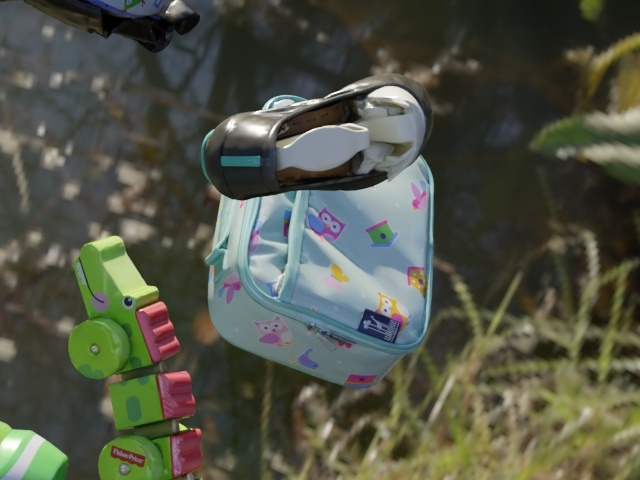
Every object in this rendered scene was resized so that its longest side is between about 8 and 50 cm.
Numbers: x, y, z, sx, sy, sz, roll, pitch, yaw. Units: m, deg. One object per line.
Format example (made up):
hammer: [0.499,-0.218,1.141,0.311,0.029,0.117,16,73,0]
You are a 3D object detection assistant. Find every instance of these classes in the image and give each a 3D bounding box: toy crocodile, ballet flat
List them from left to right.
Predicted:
toy crocodile: [-0.181,0.159,2.087,0.115,0.105,0.341,-9,84,-67]
ballet flat: [0.025,-0.084,1.711,0.280,0.095,0.096,-20,15,-42]

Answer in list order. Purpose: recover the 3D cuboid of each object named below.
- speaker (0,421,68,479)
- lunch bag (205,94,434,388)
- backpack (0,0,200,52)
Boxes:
speaker: [-0.367,0.174,1.660,0.296,0.131,0.131,23,44,1]
lunch bag: [0.000,0.000,1.979,0.224,0.108,0.279,24,49,-23]
backpack: [-0.194,-0.247,1.373,0.276,0.213,0.263,16,14,-8]
